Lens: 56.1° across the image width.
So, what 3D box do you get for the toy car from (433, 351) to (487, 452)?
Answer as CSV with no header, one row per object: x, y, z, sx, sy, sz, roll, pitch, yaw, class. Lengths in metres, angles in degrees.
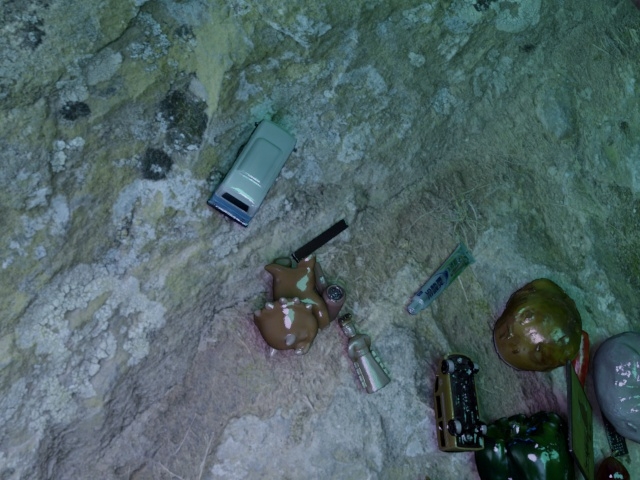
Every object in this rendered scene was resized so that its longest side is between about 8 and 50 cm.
0.364,0.438,1.619,0.101,0.124,0.257,9,62,-20,toy car

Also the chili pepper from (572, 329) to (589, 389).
0.793,0.358,1.845,0.071,0.063,0.272,18,70,-34,chili pepper

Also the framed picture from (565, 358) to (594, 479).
0.723,0.519,1.662,0.339,0.014,0.255,51,42,-41,framed picture

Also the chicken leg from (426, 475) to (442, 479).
0.322,0.657,1.557,0.207,0.085,0.101,-6,90,-32,chicken leg

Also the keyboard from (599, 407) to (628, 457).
0.902,0.562,1.857,0.063,0.010,0.198,-6,77,-22,keyboard

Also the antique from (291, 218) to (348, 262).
0.000,0.000,1.659,0.192,0.015,0.031,-35,90,-26,antique

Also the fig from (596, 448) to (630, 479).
0.863,0.674,1.780,0.089,0.089,0.125,32,39,-10,fig

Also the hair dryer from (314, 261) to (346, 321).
0.003,0.116,1.588,0.064,0.117,0.182,-13,60,-23,hair dryer

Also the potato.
0.674,0.246,1.761,0.246,0.196,0.300,45,62,-6,potato

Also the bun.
1.000,0.444,1.824,0.354,0.194,0.355,9,69,-24,bun

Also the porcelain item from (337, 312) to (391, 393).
0.105,0.295,1.591,0.084,0.054,0.213,-27,86,-29,porcelain item

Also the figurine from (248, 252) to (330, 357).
-0.090,0.161,1.486,0.173,0.177,0.247,-5,87,-42,figurine

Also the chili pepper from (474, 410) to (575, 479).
0.557,0.596,1.590,0.233,0.248,0.257,-10,88,-36,chili pepper

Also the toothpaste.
0.353,0.115,1.752,0.297,0.048,0.075,-40,92,-29,toothpaste

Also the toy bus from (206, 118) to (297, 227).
-0.166,-0.190,1.565,0.133,0.165,0.271,32,65,-10,toy bus
